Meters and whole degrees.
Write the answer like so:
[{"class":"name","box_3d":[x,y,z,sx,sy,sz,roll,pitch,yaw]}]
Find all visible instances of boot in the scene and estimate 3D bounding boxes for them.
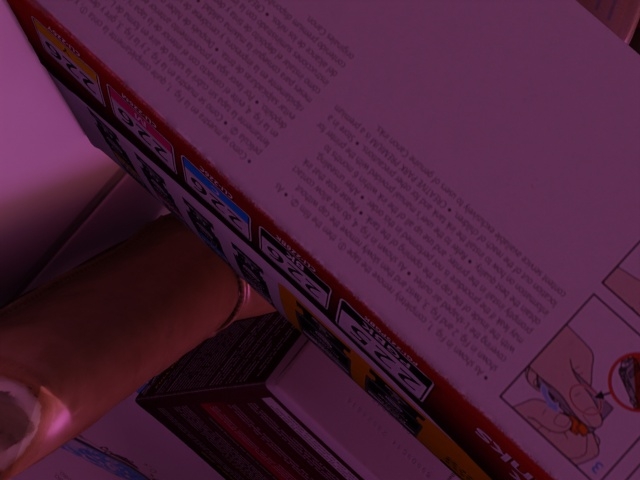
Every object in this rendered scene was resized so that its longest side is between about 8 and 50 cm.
[{"class":"boot","box_3d":[-0.067,0.031,0.722,0.236,0.089,0.269,-26,-176,30]}]

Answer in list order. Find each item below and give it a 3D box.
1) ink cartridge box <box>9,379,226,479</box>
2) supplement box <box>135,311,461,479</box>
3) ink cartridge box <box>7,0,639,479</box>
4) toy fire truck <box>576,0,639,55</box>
[{"class":"ink cartridge box","box_3d":[-0.159,0.242,1.031,0.198,0.197,0.270,-52,171,24]},{"class":"supplement box","box_3d":[-0.013,0.111,0.935,0.073,0.130,0.239,-52,-165,-23]},{"class":"ink cartridge box","box_3d":[0.049,-0.001,0.598,0.130,0.309,0.272,-46,171,-8]},{"class":"toy fire truck","box_3d":[0.214,-0.145,1.118,0.246,0.158,0.217,-18,112,-53]}]
